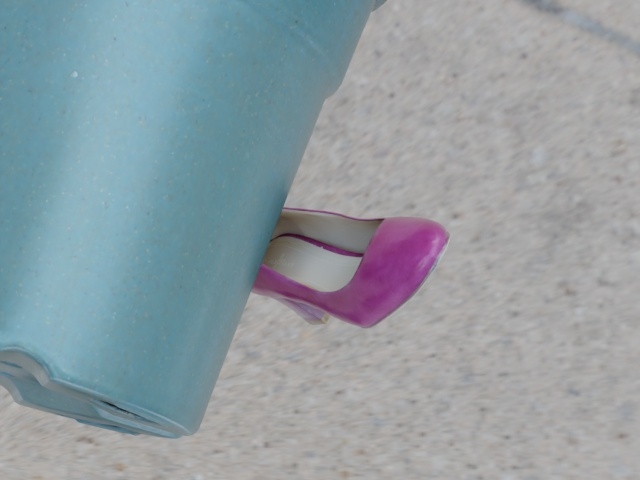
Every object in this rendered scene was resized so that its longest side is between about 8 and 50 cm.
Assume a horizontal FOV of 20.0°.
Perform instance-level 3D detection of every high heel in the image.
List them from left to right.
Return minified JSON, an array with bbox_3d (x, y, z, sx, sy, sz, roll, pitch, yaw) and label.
[{"bbox_3d":[0.000,0.000,1.299,0.117,0.244,0.082,38,73,-14],"label":"high heel"}]

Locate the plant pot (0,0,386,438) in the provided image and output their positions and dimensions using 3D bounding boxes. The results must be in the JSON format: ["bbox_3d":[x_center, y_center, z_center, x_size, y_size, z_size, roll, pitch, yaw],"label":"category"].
[{"bbox_3d":[-0.154,-0.065,1.158,0.341,0.341,0.334,18,77,-9],"label":"plant pot"}]
